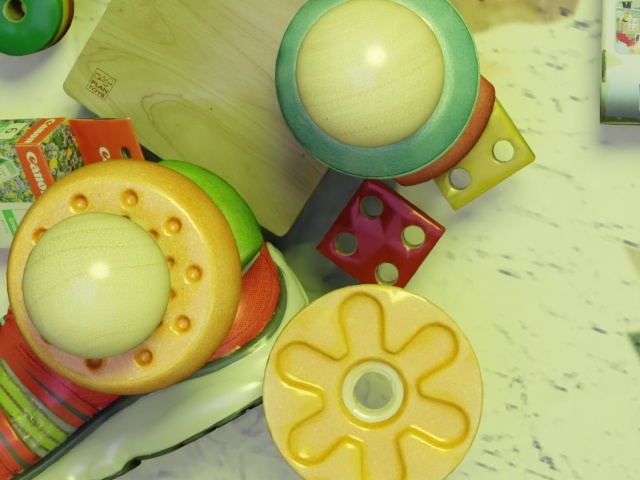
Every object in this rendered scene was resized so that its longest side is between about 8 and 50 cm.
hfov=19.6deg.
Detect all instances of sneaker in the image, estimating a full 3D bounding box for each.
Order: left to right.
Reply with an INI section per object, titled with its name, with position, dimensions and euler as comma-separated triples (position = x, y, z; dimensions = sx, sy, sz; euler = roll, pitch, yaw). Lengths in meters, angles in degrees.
[sneaker]
position = -0.138, 0.072, 0.945
dimensions = 0.279, 0.107, 0.118
euler = -27, 87, 7

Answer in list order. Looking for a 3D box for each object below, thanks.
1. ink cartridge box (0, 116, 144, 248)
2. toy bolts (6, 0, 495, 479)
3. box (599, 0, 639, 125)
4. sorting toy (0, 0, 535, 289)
[ink cartridge box]
position = -0.138, -0.028, 0.924
dimensions = 0.115, 0.029, 0.063
euler = 1, 123, 31
[toy bolts]
position = 0.000, 0.000, 0.789
dimensions = 0.218, 0.158, 0.228
euler = 37, 96, 3
[box]
position = 0.233, -0.108, 0.846
dimensions = 0.207, 0.036, 0.114
euler = 2, 102, 12
[sorting toy]
position = -0.027, -0.089, 0.903
dimensions = 0.274, 0.046, 0.132
euler = 34, 106, 5
